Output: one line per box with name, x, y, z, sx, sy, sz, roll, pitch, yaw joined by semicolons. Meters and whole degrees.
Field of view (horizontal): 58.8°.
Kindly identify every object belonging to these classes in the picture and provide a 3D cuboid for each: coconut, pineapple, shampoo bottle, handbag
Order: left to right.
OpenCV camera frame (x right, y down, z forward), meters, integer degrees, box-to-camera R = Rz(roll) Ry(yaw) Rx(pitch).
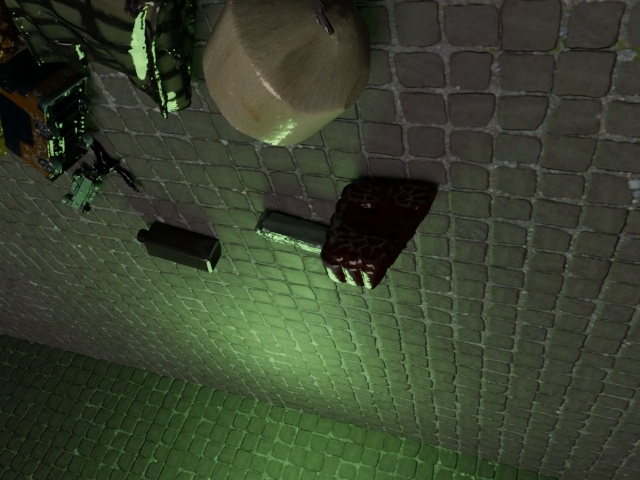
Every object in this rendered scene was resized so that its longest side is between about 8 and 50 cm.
pineapple;-0.625;-0.406;1.103;0.137;0.161;0.176;1;-176;-23
handbag;-0.373;-0.392;0.964;0.326;0.162;0.327;25;156;0
shampoo bottle;-0.418;0.015;1.664;0.246;0.080;0.079;15;146;9
coconut;-0.043;-0.280;0.858;0.237;0.237;0.266;33;145;-18

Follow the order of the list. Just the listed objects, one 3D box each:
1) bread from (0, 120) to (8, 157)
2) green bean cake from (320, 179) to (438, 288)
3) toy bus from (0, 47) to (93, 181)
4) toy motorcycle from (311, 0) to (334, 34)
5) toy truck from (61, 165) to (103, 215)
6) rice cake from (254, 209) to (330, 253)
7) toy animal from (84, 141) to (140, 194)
bread;-0.840;-0.296;1.393;0.160;0.147;0.260;30;148;2
green bean cake;0.114;-0.017;1.161;0.199;0.232;0.097;12;151;22
toy bus;-0.615;-0.280;1.265;0.167;0.138;0.275;36;145;-1
toy motorcycle;-0.041;-0.451;0.660;0.207;0.134;0.400;-2;128;46
toy truck;-0.652;-0.146;1.578;0.080;0.078;0.154;31;130;-15
rice cake;0.000;0.000;1.408;0.337;0.066;0.063;18;148;6
toy animal;-0.558;-0.190;1.472;0.108;0.062;0.220;-23;128;26
